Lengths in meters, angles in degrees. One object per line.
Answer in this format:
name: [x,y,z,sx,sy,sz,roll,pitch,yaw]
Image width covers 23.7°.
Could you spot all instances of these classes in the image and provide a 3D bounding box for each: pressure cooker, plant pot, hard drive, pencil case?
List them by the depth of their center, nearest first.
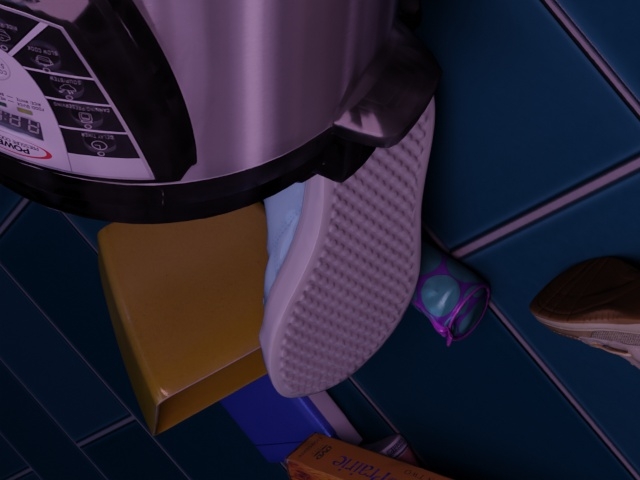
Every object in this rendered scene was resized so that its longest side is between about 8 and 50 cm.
pressure cooker: [-0.113,-0.217,1.036,0.420,0.376,0.369,96,157,-56]
pencil case: [0.080,0.029,1.393,0.152,0.070,0.064,33,149,23]
plant pot: [-0.122,0.054,1.555,0.187,0.212,0.212,58,166,10]
hard drive: [-0.104,0.131,1.815,0.318,0.040,0.210,53,152,-11]

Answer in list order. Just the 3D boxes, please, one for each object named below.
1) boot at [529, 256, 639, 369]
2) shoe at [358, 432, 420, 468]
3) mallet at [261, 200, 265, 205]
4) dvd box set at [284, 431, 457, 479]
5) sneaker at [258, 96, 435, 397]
boot: [0.272,0.095,1.208,0.165,0.077,0.213,51,158,-21]
shoe: [0.062,0.277,1.748,0.081,0.063,0.178,55,147,-3]
mallet: [0.000,0.000,1.509,0.190,0.039,0.062,36,152,29]
dvd box set: [0.160,0.389,1.619,0.420,0.062,0.307,13,129,44]
sneaker: [0.007,-0.033,1.323,0.150,0.135,0.365,56,141,45]
